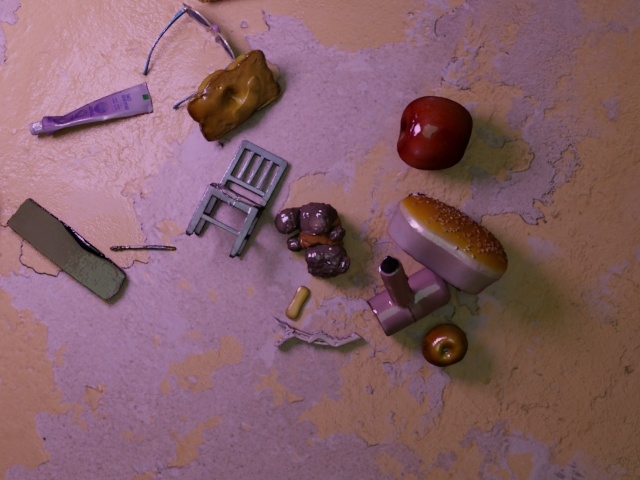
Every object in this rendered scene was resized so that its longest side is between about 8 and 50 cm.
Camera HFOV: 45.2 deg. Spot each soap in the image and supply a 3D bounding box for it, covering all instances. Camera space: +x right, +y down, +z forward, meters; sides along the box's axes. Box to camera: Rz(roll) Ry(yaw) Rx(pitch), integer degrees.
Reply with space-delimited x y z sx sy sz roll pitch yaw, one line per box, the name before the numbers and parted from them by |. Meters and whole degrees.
soap | -0.057 0.154 1.912 0.034 0.012 0.089 28 89 0

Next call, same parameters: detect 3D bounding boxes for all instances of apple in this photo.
apple | 0.301 0.254 1.870 0.114 0.102 0.099 -17 91 0
apple | 0.271 -0.254 1.844 0.168 0.181 0.181 16 89 -6

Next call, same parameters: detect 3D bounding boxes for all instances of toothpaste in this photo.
toothpaste | -0.567 -0.315 1.900 0.301 0.048 0.075 -17 62 -7

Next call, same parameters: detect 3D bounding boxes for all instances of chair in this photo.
chair | -0.197 -0.105 1.851 0.136 0.147 0.270 28 90 1

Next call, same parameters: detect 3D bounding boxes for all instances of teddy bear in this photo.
teddy bear | 0.000 0.000 1.867 0.177 0.140 0.190 -7 101 41

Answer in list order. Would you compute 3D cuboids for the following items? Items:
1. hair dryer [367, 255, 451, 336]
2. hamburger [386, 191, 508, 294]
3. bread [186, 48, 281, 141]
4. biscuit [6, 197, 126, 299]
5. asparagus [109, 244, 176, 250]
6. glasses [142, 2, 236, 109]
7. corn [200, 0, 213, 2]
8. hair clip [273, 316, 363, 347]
hair dryer | 0.192 0.100 1.761 0.189 0.344 0.106 -29 64 0
hamburger | 0.300 0.002 1.815 0.295 0.227 0.151 37 104 -3
bread | -0.217 -0.353 1.859 0.233 0.161 0.088 -40 45 -12
biscuit | -0.620 0.021 1.897 0.322 0.038 0.099 37 92 -1
asparagus | -0.441 0.018 1.911 0.166 0.013 0.016 1 78 -1
glasses | -0.325 -0.451 1.911 0.220 0.088 0.189 -43 90 19
corn | -0.196 -0.650 1.887 0.244 0.093 0.093 -12 89 -1
hair clip | -0.009 0.243 1.902 0.226 0.034 0.072 10 92 -2
